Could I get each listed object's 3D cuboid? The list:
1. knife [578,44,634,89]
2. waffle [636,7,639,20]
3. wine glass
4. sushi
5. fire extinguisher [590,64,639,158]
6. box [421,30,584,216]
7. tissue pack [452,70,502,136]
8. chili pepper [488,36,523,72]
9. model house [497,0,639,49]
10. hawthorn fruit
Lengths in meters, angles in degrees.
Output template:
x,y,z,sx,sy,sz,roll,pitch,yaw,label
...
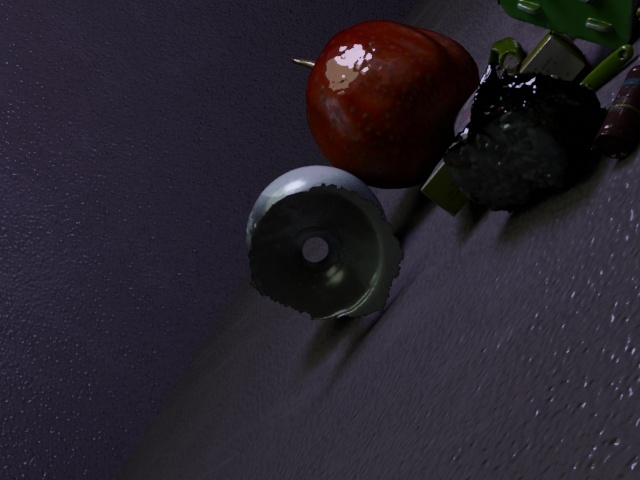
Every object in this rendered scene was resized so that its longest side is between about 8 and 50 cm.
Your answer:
x,y,z,sx,sy,sz,roll,pitch,yaw,label
0.326,-0.188,1.429,0.026,0.022,0.184,-35,-6,-36,knife
0.421,-0.281,1.144,0.283,0.065,0.309,-41,10,48,waffle
0.000,0.000,1.771,0.238,0.238,0.323,-52,6,9,wine glass
0.223,-0.125,1.315,0.115,0.147,0.212,-58,5,-23,sushi
0.324,-0.142,1.198,0.056,0.039,0.132,-24,29,55,fire extinguisher
0.246,-0.161,1.546,0.260,0.062,0.175,-52,-1,18,box
0.249,-0.186,1.713,0.109,0.060,0.148,-52,7,19,tissue pack
0.315,-0.317,1.955,0.051,0.050,0.202,-15,12,5,chili pepper
0.447,-0.430,1.439,0.323,0.340,0.300,-31,-48,-34,model house
0.088,-0.239,1.896,0.287,0.330,0.287,-46,-27,-32,hawthorn fruit
